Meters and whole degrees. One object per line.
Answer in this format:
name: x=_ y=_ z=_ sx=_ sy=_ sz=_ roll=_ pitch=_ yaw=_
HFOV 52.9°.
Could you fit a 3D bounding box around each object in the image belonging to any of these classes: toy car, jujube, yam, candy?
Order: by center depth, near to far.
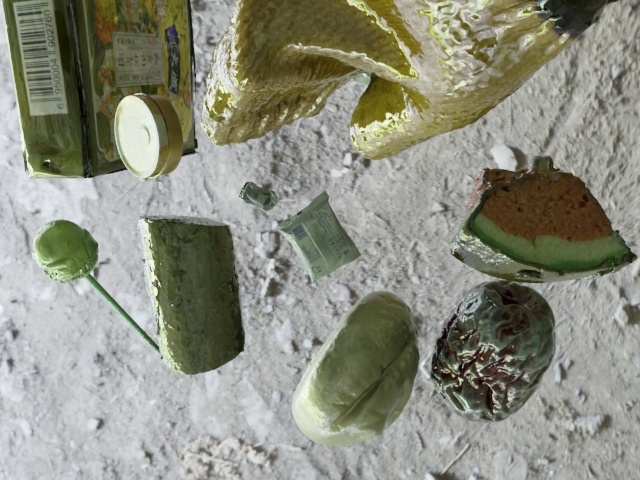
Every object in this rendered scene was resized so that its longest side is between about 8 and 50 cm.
candy: x=-0.341 y=0.095 z=1.041 sx=0.093 sy=0.335 sz=0.092 roll=-10 pitch=44 yaw=17
yam: x=-0.217 y=0.079 z=1.104 sx=0.161 sy=0.161 sz=0.267 roll=-2 pitch=101 yaw=24
toy car: x=-0.113 y=-0.081 z=1.205 sx=0.025 sy=0.093 sz=0.041 roll=38 pitch=102 yaw=41
jujube: x=0.349 y=0.224 z=1.316 sx=0.226 sy=0.226 sz=0.317 roll=27 pitch=132 yaw=22

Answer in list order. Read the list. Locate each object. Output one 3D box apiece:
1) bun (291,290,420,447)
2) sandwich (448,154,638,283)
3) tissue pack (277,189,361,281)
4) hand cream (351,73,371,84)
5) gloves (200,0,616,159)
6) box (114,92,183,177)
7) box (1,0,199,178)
bun: x=0.093 y=0.289 z=1.386 sx=0.219 sy=0.365 sz=0.365 roll=32 pitch=103 yaw=7
sandwich: x=0.319 y=-0.026 z=0.995 sx=0.109 sy=0.292 sz=0.212 roll=137 pitch=121 yaw=-62
tissue pack: x=0.000 y=0.000 z=1.333 sx=0.123 sy=0.193 sz=0.026 roll=-36 pitch=40 yaw=-7
hand cream: x=0.061 y=-0.178 z=0.672 sx=0.061 sy=0.143 sz=0.039 roll=-2 pitch=98 yaw=22
gloves: x=0.040 y=-0.161 z=0.484 sx=0.356 sy=0.203 sz=0.155 roll=-19 pitch=52 yaw=46
box: x=-0.215 y=-0.131 z=0.803 sx=0.106 sy=0.037 sz=0.105 roll=16 pitch=114 yaw=40
box: x=-0.372 y=-0.322 z=1.164 sx=0.138 sy=0.420 sz=0.372 roll=1 pitch=104 yaw=14
